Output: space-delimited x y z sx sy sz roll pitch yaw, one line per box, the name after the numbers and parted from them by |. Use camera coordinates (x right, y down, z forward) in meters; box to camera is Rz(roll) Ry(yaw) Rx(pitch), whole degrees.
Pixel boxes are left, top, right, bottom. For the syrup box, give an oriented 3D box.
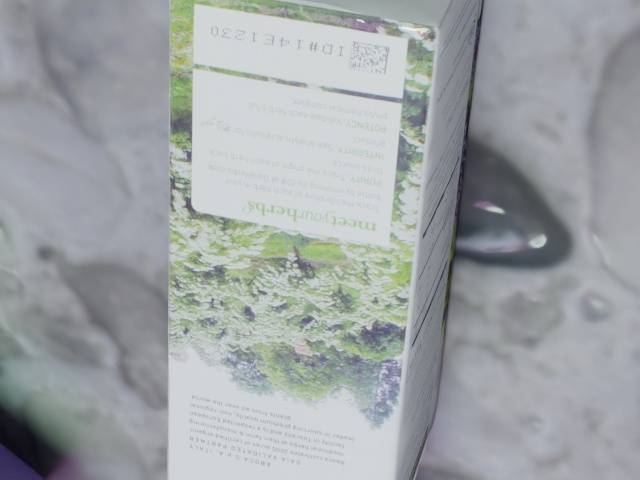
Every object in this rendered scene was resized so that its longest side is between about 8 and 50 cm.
0.000 0.000 0.598 0.093 0.096 0.237 11 124 12 | syrup box

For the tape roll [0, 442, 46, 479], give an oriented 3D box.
-0.209 0.163 0.703 0.080 0.189 0.189 42 123 -11 | tape roll
